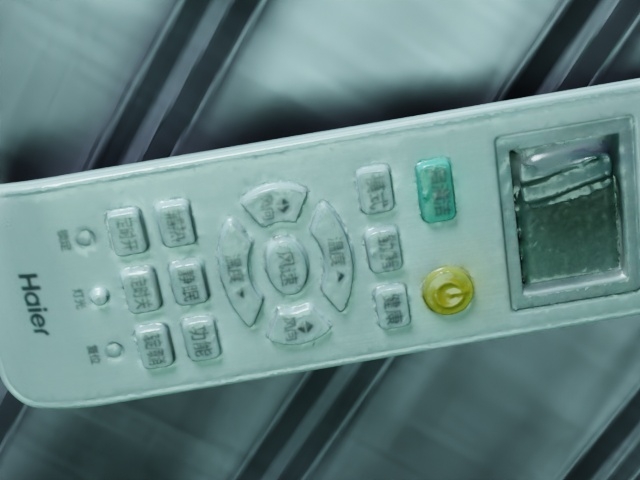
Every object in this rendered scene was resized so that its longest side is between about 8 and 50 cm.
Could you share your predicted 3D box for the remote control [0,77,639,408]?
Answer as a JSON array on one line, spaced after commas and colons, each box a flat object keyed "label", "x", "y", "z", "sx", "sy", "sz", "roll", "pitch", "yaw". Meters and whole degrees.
[{"label": "remote control", "x": 0.000, "y": 0.000, "z": 0.496, "sx": 0.293, "sy": 0.051, "sz": 0.103, "roll": -8, "pitch": 114, "yaw": 2}]
